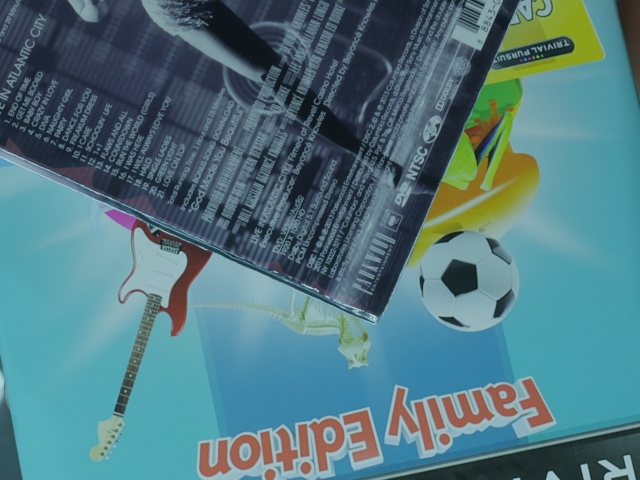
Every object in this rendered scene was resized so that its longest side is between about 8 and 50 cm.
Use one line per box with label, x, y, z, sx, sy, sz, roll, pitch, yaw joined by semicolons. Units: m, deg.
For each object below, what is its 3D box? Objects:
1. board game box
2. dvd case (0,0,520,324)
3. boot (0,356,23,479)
board game box;0.000;0.000;0.741;0.253;0.079;0.336;-11;80;-8
dvd case;-0.047;-0.088;0.703;0.221;0.018;0.164;24;79;-1
boot;-0.177;0.086;0.861;0.445;0.146;0.367;20;109;-5
